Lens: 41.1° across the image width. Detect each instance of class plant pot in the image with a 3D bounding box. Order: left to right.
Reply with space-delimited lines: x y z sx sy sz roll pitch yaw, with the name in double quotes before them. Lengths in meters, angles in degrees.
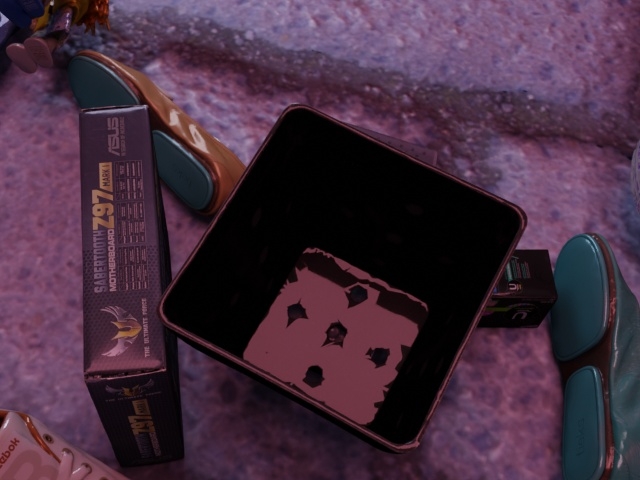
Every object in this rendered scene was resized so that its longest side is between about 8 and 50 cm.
"plant pot" 0.015 0.048 0.634 0.188 0.167 0.188 27 68 10

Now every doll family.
"doll family" -0.309 -0.236 0.881 0.263 0.118 0.163 -7 46 27

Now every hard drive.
"hard drive" 0.000 0.000 0.791 0.172 0.054 0.254 18 59 6

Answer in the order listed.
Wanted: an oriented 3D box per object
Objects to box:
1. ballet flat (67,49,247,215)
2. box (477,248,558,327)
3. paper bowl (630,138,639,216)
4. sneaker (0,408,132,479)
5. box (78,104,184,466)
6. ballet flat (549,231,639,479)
"ballet flat" -0.159 -0.108 0.848 0.232 0.080 0.073 44 36 18
"box" 0.162 0.044 0.773 0.083 0.062 0.052 0 59 -5
"paper bowl" 0.436 -0.042 0.802 0.284 0.148 0.284 3 58 -4
"sneaker" -0.191 0.198 0.608 0.290 0.123 0.105 22 56 7
"box" -0.149 0.038 0.677 0.059 0.183 0.232 -6 59 -9
"ballet flat" 0.251 0.111 0.739 0.087 0.083 0.247 22 55 -20
